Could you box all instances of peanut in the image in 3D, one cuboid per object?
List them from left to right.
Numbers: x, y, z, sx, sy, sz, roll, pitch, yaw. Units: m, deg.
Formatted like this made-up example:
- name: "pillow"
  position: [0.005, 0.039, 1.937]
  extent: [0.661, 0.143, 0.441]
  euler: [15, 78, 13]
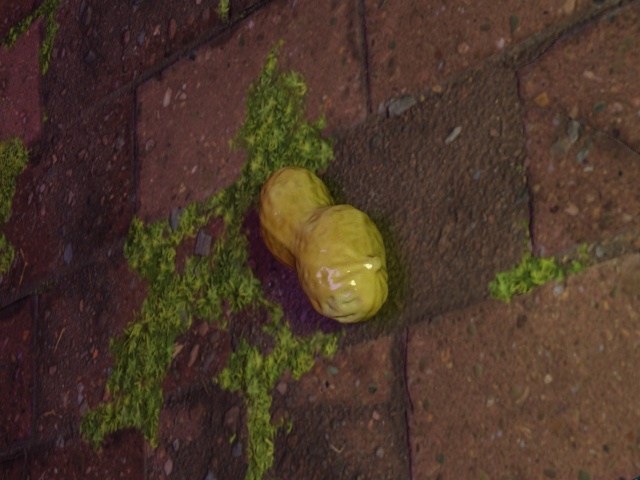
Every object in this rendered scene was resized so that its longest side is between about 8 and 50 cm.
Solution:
- name: "peanut"
  position: [0.000, 0.000, 1.620]
  extent: [0.117, 0.101, 0.263]
  euler: [-44, 41, 0]

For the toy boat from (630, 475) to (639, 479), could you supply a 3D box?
- name: "toy boat"
  position: [0.352, 0.193, 1.147]
  extent: [0.299, 0.096, 0.061]
  euler: [-34, 66, 37]
